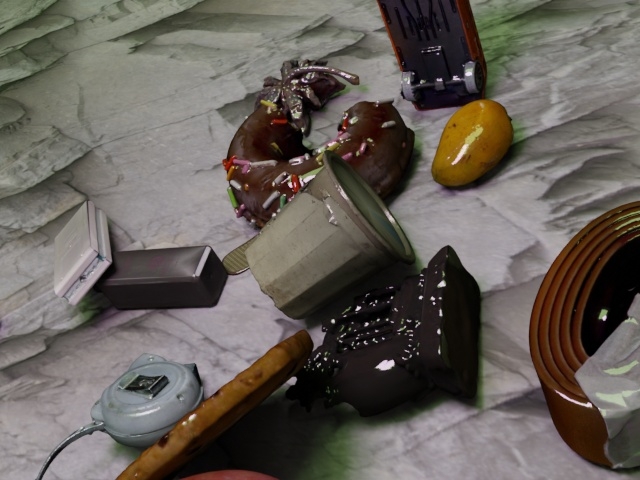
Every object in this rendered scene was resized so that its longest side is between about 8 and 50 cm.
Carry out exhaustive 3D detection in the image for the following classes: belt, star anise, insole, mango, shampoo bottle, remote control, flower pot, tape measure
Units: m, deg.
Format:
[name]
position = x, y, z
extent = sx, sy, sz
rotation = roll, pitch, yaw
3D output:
[belt]
position = 0.381, 0.106, 1.042
extent = 0.217, 0.122, 0.338
rotation = 8, 51, 37
[star anise]
position = -0.043, -0.296, 1.692
extent = 0.231, 0.089, 0.209
rotation = -33, 48, 12
[insole]
position = -0.067, -0.023, 1.494
extent = 0.253, 0.005, 0.086
rotation = -39, 42, -11
[mango]
position = 0.250, -0.159, 1.396
extent = 0.115, 0.089, 0.165
rotation = 7, 55, 35
[shampoo bottle]
position = -0.287, 0.064, 1.469
extent = 0.246, 0.079, 0.080
rotation = -4, 46, 26
[remote control]
position = -0.428, 0.018, 1.546
extent = 0.103, 0.055, 0.277
rotation = -50, 25, 5
[flower pot]
position = 0.000, 0.000, 1.287
extent = 0.202, 0.212, 0.212
rotation = -35, 40, 15
[tape measure]
position = -0.290, 0.275, 1.198
extent = 0.164, 0.084, 0.330
rotation = -3, 27, 30

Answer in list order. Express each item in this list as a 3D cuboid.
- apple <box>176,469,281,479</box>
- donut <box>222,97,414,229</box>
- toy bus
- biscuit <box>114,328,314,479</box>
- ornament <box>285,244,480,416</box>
[apple]
position = -0.117, 0.412, 0.903
extent = 0.345, 0.269, 0.344
rotation = 0, 66, 1
[donut]
position = -0.030, -0.129, 1.480
extent = 0.345, 0.136, 0.259
rotation = 5, 48, 32
[toy bus]
position = 0.191, -0.389, 1.477
extent = 0.143, 0.329, 0.153
rotation = -3, 45, 27
[biscuit]
position = -0.147, 0.238, 1.073
extent = 0.359, 0.359, 0.046
rotation = -39, 82, -12
[ornament]
position = 0.082, 0.138, 1.195
extent = 0.260, 0.106, 0.251
rotation = -16, 35, 27
